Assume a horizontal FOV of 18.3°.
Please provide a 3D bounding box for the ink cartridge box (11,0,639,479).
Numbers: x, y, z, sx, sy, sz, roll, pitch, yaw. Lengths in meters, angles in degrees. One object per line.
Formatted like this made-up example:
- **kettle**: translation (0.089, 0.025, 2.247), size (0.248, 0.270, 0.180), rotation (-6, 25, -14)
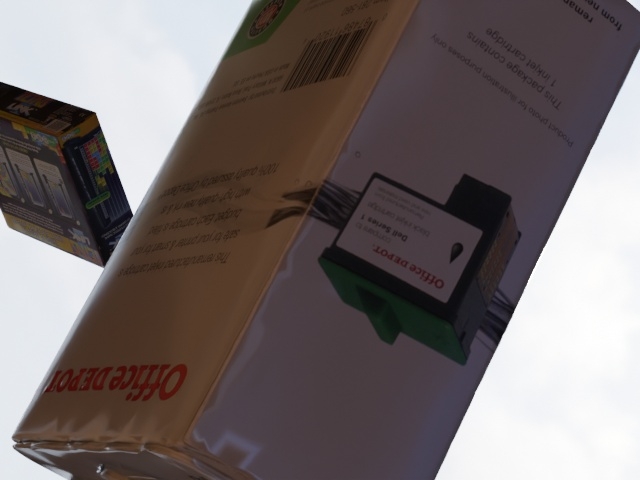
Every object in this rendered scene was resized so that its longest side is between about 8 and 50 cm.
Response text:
- **ink cartridge box**: translation (0.000, 0.000, 0.709), size (0.160, 0.092, 0.219), rotation (-9, -129, 62)

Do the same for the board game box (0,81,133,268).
- **board game box**: translation (-0.242, -0.061, 1.787), size (0.170, 0.048, 0.141), rotation (20, -42, 47)
